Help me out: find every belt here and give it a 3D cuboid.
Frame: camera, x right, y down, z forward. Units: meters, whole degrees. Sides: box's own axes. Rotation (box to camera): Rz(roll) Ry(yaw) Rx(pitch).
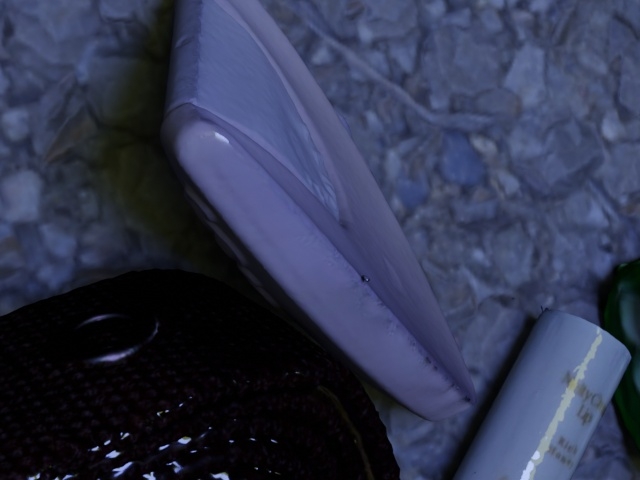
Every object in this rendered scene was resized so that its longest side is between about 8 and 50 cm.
[{"bbox_3d":[-0.118,0.126,0.584,0.289,0.164,0.184,-24,124,-25],"label":"belt"}]

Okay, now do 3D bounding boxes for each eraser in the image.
[{"bbox_3d":[-0.001,0.001,0.649,0.059,0.204,0.243,-28,117,12],"label":"eraser"}]

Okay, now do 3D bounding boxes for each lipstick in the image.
[{"bbox_3d":[0.085,0.160,0.725,0.059,0.059,0.264,36,75,-19],"label":"lipstick"}]

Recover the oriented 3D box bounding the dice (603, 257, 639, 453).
[{"bbox_3d":[0.239,0.063,0.761,0.120,0.131,0.128,-14,95,-22],"label":"dice"}]
